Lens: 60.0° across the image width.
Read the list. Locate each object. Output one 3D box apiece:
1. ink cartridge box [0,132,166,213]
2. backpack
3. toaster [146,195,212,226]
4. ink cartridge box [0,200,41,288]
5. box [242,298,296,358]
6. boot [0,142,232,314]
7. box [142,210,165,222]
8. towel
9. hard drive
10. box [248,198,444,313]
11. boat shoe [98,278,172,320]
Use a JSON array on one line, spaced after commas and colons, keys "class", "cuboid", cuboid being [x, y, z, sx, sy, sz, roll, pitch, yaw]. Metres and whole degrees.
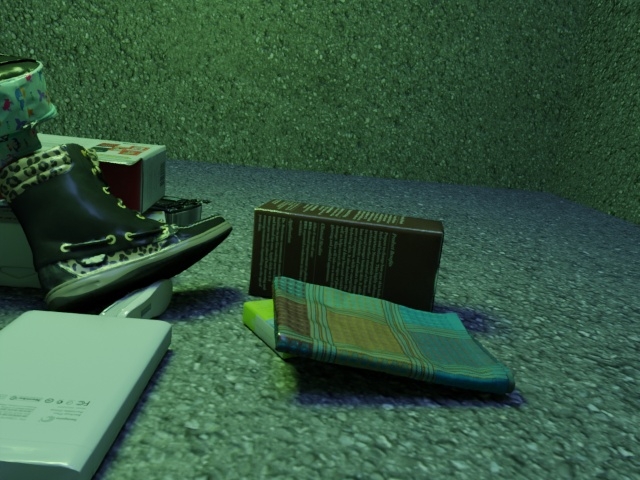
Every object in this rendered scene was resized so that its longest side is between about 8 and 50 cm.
[{"class": "ink cartridge box", "cuboid": [-0.531, -0.148, 1.230, 0.309, 0.130, 0.272, 5, 16, -2]}, {"class": "backpack", "cuboid": [-0.609, -0.233, 0.988, 0.225, 0.191, 0.253, 4, 37, 16]}, {"class": "toaster", "cuboid": [-0.416, -0.059, 1.487, 0.185, 0.110, 0.168, 10, 15, 15]}, {"class": "ink cartridge box", "cuboid": [-0.593, -0.010, 1.190, 0.223, 0.129, 0.307, 4, 14, -11]}, {"class": "box", "cuboid": [-0.049, 0.150, 0.959, 0.109, 0.043, 0.178, -3, 18, -33]}, {"class": "boot", "cuboid": [-0.377, -0.049, 1.042, 0.377, 0.284, 0.138, -27, -10, -37]}, {"class": "box", "cuboid": [-0.397, 0.007, 1.232, 0.103, 0.114, 0.203, 0, 15, -17]}, {"class": "towel", "cuboid": [0.103, 0.148, 0.919, 0.370, 0.040, 0.271, 14, 13, -10]}, {"class": "hard drive", "cuboid": [-0.351, 0.184, 0.707, 0.232, 0.047, 0.353, 5, 15, -2]}, {"class": "box", "cuboid": [0.054, 0.035, 1.154, 0.381, 0.191, 0.143, 9, 15, 12]}, {"class": "boat shoe", "cuboid": [-0.322, 0.114, 0.971, 0.063, 0.066, 0.184, 10, 25, 11]}]
